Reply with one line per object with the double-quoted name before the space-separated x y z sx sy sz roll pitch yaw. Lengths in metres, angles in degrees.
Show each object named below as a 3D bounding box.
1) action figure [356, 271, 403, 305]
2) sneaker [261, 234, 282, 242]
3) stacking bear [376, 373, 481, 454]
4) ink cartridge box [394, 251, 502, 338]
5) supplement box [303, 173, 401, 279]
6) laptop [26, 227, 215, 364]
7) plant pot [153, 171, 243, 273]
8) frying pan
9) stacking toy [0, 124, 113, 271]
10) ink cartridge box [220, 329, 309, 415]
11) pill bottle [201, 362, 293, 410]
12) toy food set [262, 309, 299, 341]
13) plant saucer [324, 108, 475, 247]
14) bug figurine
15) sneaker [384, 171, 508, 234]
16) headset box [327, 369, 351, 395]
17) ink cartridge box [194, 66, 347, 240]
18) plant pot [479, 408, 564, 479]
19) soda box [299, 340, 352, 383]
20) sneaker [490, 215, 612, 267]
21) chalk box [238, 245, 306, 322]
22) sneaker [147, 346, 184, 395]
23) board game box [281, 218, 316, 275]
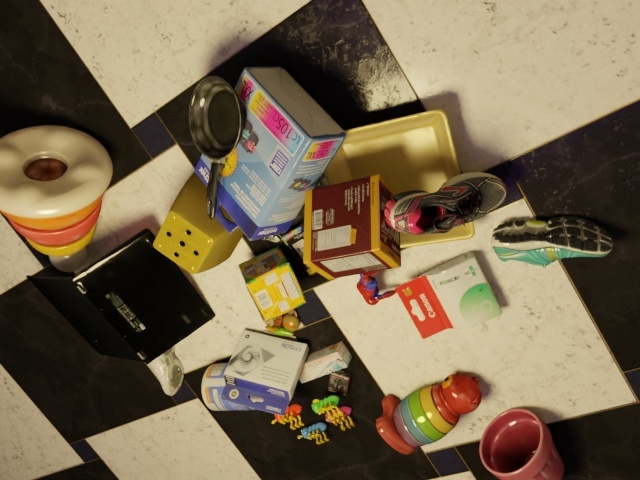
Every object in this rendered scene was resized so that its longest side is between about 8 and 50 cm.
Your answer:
"action figure" 0.158 0.089 1.721 0.091 0.139 0.280 57 171 23
"sneaker" -0.150 -0.010 1.849 0.083 0.037 0.031 20 121 8
"stacking bear" 0.328 0.482 1.872 0.289 0.175 0.164 -37 98 25
"ink cartridge box" 0.335 0.156 1.709 0.225 0.056 0.181 -27 106 10
"supplement box" 0.076 -0.029 1.545 0.194 0.191 0.129 -11 155 26
"laptop" -0.621 0.176 2.040 0.408 0.236 0.382 -35 122 -7
"plant pot" -0.339 -0.033 1.818 0.212 0.187 0.212 35 123 -1
"frying pan" -0.230 -0.229 1.556 0.197 0.053 0.326 -16 88 44
"stacking toy" -0.787 -0.067 1.939 0.351 0.350 0.479 23 138 8
"ink cartridge box" -0.173 0.393 1.964 0.223 0.224 0.045 9 148 19
"pill bottle" -0.225 0.461 2.066 0.272 0.152 0.152 -7 114 24
"toy food set" -0.126 0.230 1.968 0.133 0.038 0.192 12 121 15
"plant saucer" 0.191 -0.146 1.620 0.333 0.081 0.332 -9 114 24
"bug figurine" -0.016 0.551 2.033 0.216 0.072 0.279 -23 142 12
"sneaker" 0.298 -0.070 1.469 0.299 0.112 0.120 -18 110 -18
"headset box" 0.060 0.432 2.013 0.062 0.032 0.083 15 123 13
"ink cartridge box" -0.147 -0.191 1.630 0.270 0.151 0.395 49 128 21
"plant pot" 0.579 0.604 1.826 0.201 0.201 0.180 -31 118 31
"soda box" 0.003 0.372 1.987 0.183 0.058 0.063 -26 105 31
"sneaker" 0.554 0.009 1.573 0.275 0.107 0.110 2 137 25
"chalk box" -0.140 0.111 1.834 0.132 0.213 0.132 -26 111 -5
"sneaker" -0.541 0.416 2.210 0.115 0.090 0.232 -1 108 29
"board game box" 0.000 0.000 1.791 0.170 0.048 0.141 -29 106 30
